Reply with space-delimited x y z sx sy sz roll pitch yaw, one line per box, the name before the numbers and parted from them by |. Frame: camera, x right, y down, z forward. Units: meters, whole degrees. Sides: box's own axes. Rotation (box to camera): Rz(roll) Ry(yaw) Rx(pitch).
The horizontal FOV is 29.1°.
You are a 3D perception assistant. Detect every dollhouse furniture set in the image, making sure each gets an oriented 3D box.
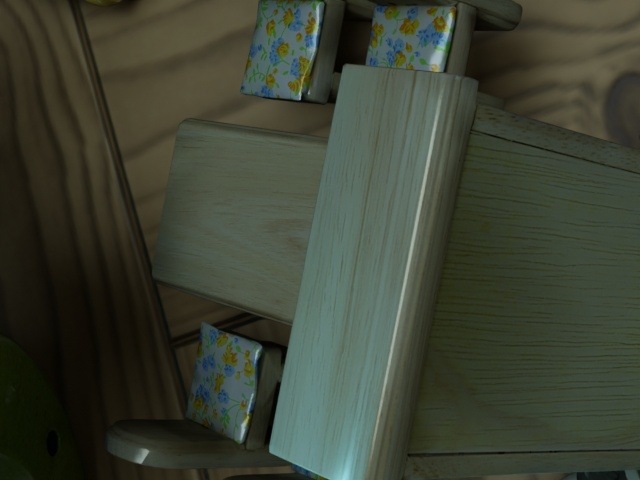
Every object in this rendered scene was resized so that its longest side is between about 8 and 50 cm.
dollhouse furniture set | 0.000 0.000 0.441 0.242 0.161 0.212 13 94 47

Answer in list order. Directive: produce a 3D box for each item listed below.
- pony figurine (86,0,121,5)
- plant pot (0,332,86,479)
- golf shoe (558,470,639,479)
pony figurine | -0.316 -0.147 0.591 0.363 0.303 0.351 32 68 24
plant pot | -0.298 0.164 0.527 0.353 0.366 0.366 -4 86 10
golf shoe | 0.158 0.208 0.455 0.120 0.105 0.273 -35 70 35
